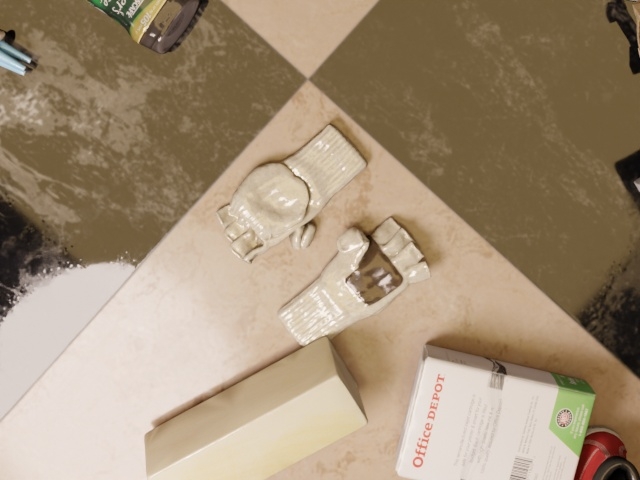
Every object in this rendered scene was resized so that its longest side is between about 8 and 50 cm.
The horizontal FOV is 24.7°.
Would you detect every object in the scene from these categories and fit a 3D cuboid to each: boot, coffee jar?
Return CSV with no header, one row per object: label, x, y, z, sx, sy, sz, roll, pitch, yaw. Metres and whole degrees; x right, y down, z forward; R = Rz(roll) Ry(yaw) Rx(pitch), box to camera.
boot,0.343,0.371,1.814,0.088,0.176,0.244,6,101,-1
coffee jar,-0.238,-0.309,1.765,0.184,0.079,0.096,35,99,-5

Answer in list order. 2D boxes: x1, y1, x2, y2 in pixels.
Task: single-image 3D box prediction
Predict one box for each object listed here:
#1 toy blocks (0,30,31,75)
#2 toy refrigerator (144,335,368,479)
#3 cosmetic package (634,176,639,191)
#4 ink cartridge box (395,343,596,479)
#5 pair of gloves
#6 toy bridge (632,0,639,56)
toy blocks,-0.443,-0.216,1.798,0.148,0.054,0.123,28,98,-4
toy refrigerator,-0.081,0.239,1.831,0.269,0.102,0.094,-29,117,5
cosmetic package,0.601,-0.077,1.749,0.385,0.156,0.217,-30,97,7
ink cartridge box,0.215,0.234,1.836,0.219,0.092,0.160,14,99,-1
pair of gloves,0.000,0.000,1.829,0.204,0.042,0.240,-33,96,6
toy bridge,0.402,-0.217,1.758,0.026,0.063,0.188,-19,127,5
